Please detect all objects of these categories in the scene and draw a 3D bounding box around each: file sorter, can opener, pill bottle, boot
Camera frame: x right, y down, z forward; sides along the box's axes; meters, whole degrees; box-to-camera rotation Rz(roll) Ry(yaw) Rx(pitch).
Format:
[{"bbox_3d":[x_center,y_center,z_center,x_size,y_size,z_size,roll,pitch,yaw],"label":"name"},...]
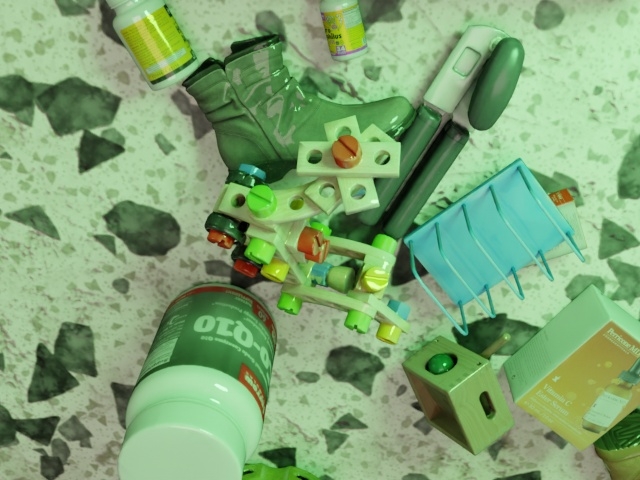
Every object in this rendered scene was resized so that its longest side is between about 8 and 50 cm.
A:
[{"bbox_3d":[0.200,0.012,0.949,0.170,0.104,0.118,-35,107,18],"label":"file sorter"},{"bbox_3d":[0.135,-0.115,0.941,0.076,0.095,0.283,27,114,-10],"label":"can opener"},{"bbox_3d":[-0.191,-0.233,0.914,0.065,0.065,0.116,-24,114,14],"label":"pill bottle"},{"bbox_3d":[-0.028,-0.162,0.932,0.246,0.083,0.161,-16,114,15],"label":"boot"},{"bbox_3d":[-0.144,0.187,1.000,0.161,0.283,0.161,1,117,2],"label":"pill bottle"},{"bbox_3d":[0.024,-0.246,0.910,0.043,0.043,0.083,-12,115,8],"label":"pill bottle"},{"bbox_3d":[0.532,0.350,1.166,0.236,0.089,0.269,-18,115,23],"label":"boot"}]

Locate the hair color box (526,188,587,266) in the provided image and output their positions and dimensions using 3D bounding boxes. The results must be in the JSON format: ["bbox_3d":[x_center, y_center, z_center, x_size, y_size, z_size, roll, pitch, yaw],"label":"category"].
[{"bbox_3d":[0.252,-0.006,1.019,0.141,0.043,0.072,-18,113,11],"label":"hair color box"}]

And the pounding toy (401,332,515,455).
[{"bbox_3d":[0.191,0.185,1.069,0.100,0.130,0.141,-33,115,-17],"label":"pounding toy"}]

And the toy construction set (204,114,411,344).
[{"bbox_3d":[0.000,0.000,0.916,0.215,0.151,0.328,19,150,17],"label":"toy construction set"}]

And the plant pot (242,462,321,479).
[{"bbox_3d":[-0.079,0.476,1.176,0.276,0.276,0.254,5,106,0],"label":"plant pot"}]

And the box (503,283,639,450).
[{"bbox_3d":[0.351,0.169,1.076,0.130,0.091,0.170,35,113,-14],"label":"box"}]
